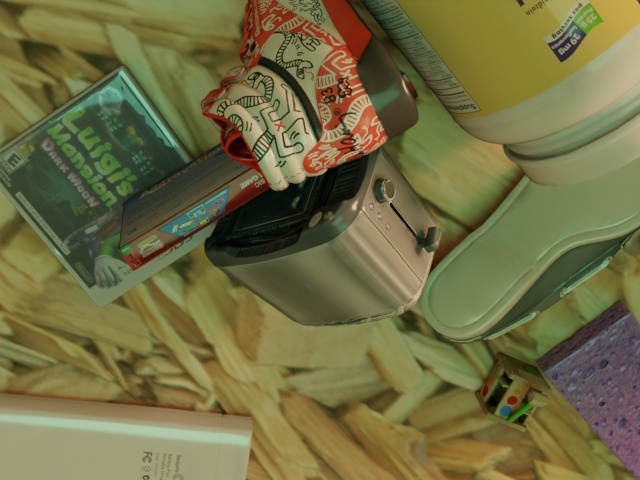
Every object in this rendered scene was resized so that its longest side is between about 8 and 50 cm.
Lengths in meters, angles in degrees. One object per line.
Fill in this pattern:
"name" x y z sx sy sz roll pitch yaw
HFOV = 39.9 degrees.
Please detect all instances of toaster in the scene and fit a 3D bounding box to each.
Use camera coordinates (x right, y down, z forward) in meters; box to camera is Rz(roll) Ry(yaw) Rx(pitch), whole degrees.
"toaster" 0.000 0.000 0.827 0.227 0.129 0.146 -14 135 40

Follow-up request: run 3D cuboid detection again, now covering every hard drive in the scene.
"hard drive" -0.266 0.288 0.986 0.353 0.047 0.233 7 110 -8

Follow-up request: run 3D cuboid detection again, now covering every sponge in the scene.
"sponge" 0.355 0.178 1.001 0.117 0.031 0.210 -39 109 10

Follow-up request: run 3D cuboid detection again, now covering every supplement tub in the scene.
"supplement tub" 0.159 -0.232 0.723 0.241 0.241 0.331 -40 108 10

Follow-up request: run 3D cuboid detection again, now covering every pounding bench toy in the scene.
"pounding bench toy" 0.211 0.176 0.961 0.052 0.083 0.065 23 106 -12

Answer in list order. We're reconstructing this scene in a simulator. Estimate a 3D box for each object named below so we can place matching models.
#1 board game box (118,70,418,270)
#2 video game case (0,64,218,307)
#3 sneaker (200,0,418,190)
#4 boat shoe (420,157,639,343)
"board game box" -0.055 -0.078 0.799 0.281 0.145 0.027 -31 112 1
"video game case" -0.208 -0.049 0.879 0.173 0.022 0.190 -32 109 7
"sneaker" -0.043 -0.157 0.727 0.145 0.270 0.090 -29 145 -1
"boat shoe" 0.244 -0.006 0.908 0.319 0.116 0.099 -39 152 3
